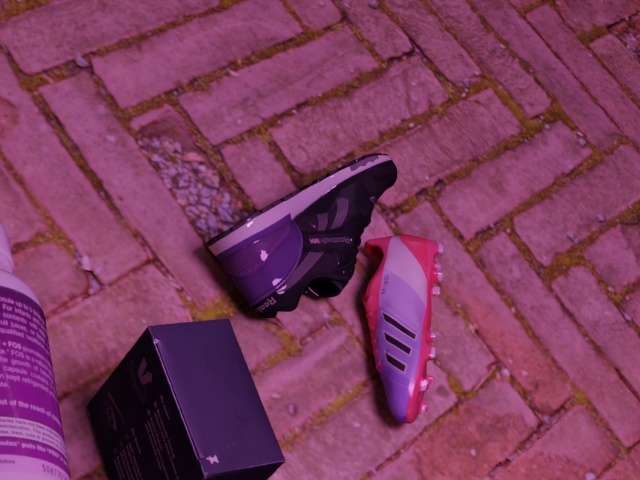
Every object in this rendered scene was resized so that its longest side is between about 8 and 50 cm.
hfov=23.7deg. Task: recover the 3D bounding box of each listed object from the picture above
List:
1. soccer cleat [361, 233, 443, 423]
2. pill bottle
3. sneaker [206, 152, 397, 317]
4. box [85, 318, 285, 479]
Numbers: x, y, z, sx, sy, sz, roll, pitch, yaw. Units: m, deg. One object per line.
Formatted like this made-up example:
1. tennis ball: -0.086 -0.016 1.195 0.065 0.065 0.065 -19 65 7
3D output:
1. soccer cleat: 0.085 0.097 1.711 0.095 0.083 0.248 5 53 6
2. pill bottle: -0.316 0.127 1.331 0.169 0.169 0.301 6 53 -31
3. sneaker: 0.000 0.000 1.722 0.283 0.107 0.124 -31 91 -41
4. box: -0.129 0.180 1.424 0.093 0.158 0.156 -4 59 -37
